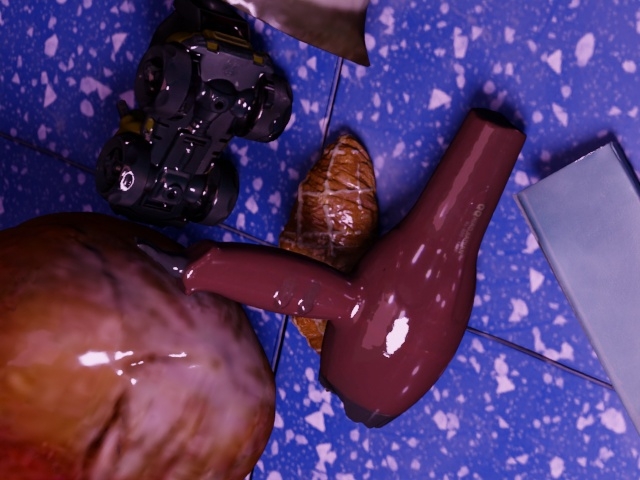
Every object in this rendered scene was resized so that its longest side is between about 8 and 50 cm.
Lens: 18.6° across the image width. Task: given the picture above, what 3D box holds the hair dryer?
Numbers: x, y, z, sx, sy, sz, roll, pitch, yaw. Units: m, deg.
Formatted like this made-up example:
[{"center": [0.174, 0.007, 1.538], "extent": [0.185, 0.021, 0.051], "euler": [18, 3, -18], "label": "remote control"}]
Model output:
[{"center": [0.000, 0.000, 1.757], "extent": [0.123, 0.340, 0.312], "euler": [45, 117, 58], "label": "hair dryer"}]

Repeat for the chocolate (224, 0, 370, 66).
[{"center": [-0.046, -0.356, 1.790], "extent": [0.314, 0.326, 0.297], "euler": [37, 98, 32], "label": "chocolate"}]

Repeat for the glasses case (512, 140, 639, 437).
[{"center": [0.278, 0.053, 1.719], "extent": [0.105, 0.056, 0.266], "euler": [-29, 75, 10], "label": "glasses case"}]

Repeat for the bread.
[{"center": [0.005, 0.012, 1.901], "extent": [0.105, 0.076, 0.233], "euler": [7, 97, 35], "label": "bread"}]

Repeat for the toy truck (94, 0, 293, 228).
[{"center": [-0.142, -0.132, 1.973], "extent": [0.224, 0.147, 0.165], "euler": [-60, 36, 27], "label": "toy truck"}]

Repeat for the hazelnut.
[{"center": [-0.220, 0.126, 1.922], "extent": [0.372, 0.372, 0.315], "euler": [-2, 70, 37], "label": "hazelnut"}]
